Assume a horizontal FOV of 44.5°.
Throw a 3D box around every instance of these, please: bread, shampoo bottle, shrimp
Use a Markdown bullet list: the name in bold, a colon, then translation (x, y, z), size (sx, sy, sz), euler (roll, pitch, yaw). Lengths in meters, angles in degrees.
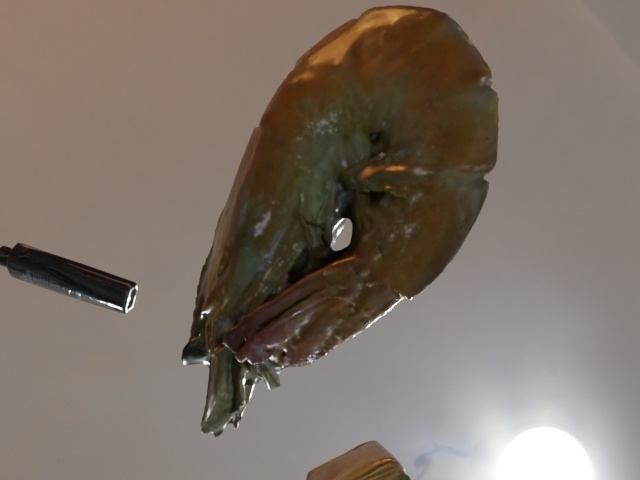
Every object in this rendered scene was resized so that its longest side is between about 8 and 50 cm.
- **bread**: translation (0.060, 0.328, 0.840), size (0.110, 0.210, 0.192), euler (-23, -87, -8)
- **shampoo bottle**: translation (-0.220, 0.026, 0.646), size (0.137, 0.048, 0.027), euler (18, -121, 2)
- **shrimp**: translation (-0.001, 0.000, 0.339), size (0.051, 0.115, 0.217), euler (17, -72, -47)
